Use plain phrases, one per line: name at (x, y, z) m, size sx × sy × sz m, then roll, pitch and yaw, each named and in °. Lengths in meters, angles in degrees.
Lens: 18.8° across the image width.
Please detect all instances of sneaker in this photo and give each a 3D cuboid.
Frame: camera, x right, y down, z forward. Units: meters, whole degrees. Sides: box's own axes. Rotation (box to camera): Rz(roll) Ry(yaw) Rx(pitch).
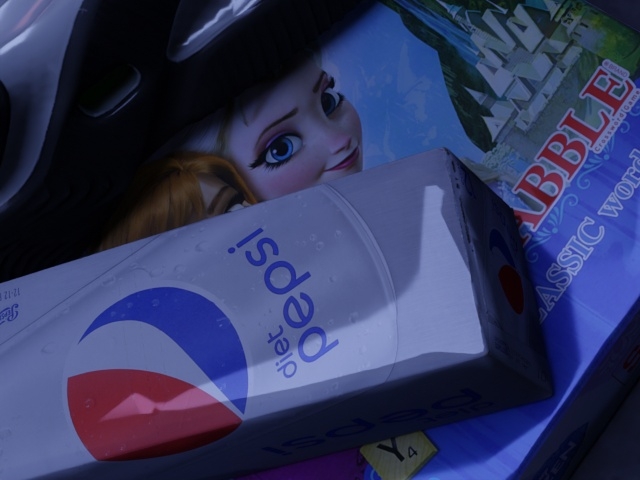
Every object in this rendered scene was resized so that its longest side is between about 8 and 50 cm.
sneaker at (-0.189, -0.117, 0.927) m, size 0.447 × 0.169 × 0.257 m, roll -36°, pitch 53°, yaw 2°

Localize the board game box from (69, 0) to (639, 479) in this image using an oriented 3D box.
board game box at (0.000, 0.000, 0.912) m, size 0.318 × 0.066 × 0.318 m, roll 34°, pitch 89°, yaw 27°

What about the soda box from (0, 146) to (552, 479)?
soda box at (-0.054, 0.052, 0.828) m, size 0.286 × 0.098 × 0.091 m, roll -16°, pitch 70°, yaw 18°
